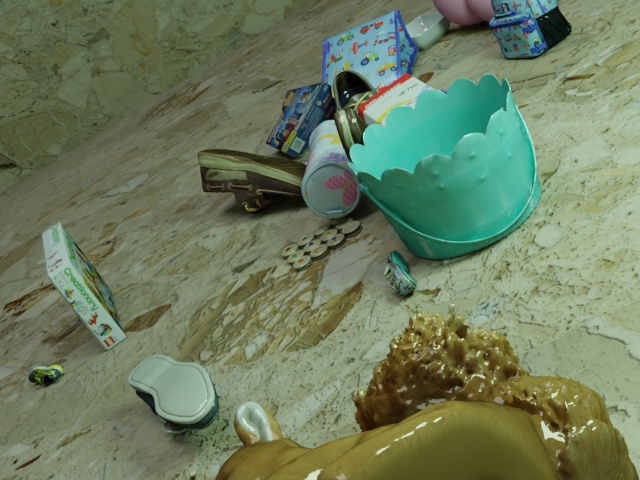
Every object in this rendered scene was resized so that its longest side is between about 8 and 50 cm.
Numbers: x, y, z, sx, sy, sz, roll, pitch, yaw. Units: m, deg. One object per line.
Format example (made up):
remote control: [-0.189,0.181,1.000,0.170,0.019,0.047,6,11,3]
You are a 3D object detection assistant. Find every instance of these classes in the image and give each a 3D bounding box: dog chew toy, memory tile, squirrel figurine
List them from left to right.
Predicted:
memory tile: [0.000,0.000,1.518,0.148,0.012,0.113,-34,25,-7]
squirrel figurine: [0.065,0.241,0.763,0.397,0.281,0.370,-30,9,-35]
dog chew toy: [0.426,-0.632,2.034,0.206,0.207,0.331,-39,34,-18]

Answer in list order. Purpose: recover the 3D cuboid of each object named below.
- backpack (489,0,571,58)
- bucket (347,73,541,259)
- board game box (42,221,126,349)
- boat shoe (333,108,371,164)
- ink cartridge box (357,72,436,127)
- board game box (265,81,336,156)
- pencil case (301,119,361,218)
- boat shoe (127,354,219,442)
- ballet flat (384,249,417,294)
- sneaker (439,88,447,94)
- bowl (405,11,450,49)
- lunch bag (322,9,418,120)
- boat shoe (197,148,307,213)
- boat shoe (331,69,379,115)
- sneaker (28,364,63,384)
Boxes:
backpack: [0.435,-0.494,1.771,0.117,0.173,0.158,-37,26,-15]
bucket: [0.204,-0.113,1.295,0.281,0.183,0.281,-26,25,13]
board game box: [-0.492,0.087,1.692,0.053,0.193,0.305,-35,25,-8]
boat shoe: [0.101,-0.167,1.460,0.095,0.257,0.095,-21,65,11]
ink cartridge box: [0.169,-0.245,1.629,0.134,0.078,0.231,-36,45,-12]
board game box: [-0.052,-0.305,2.038,0.194,0.060,0.194,-60,27,3]
pencil case: [0.026,-0.144,1.610,0.113,0.124,0.273,6,25,0]
boat shoe: [-0.211,0.238,1.224,0.095,0.079,0.254,-46,26,-26]
ballet flat: [0.116,0.051,1.260,0.041,0.041,0.114,-28,24,5]
sneaker: [0.298,-0.285,1.652,0.169,0.071,0.068,1,39,48]
bowl: [0.277,-0.561,2.224,0.142,0.053,0.142,-40,25,-19]
lunch bag: [0.115,-0.420,2.073,0.220,0.138,0.293,-17,39,24]
boat shoe: [-0.135,-0.118,1.792,0.341,0.123,0.123,14,16,33]
boat shoe: [0.093,-0.284,1.818,0.116,0.097,0.324,-28,33,7]
sneaker: [-0.542,0.265,1.604,0.083,0.031,0.035,-19,27,25]
